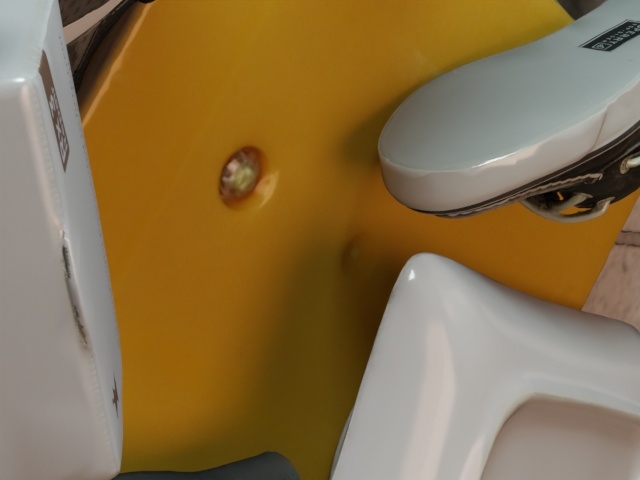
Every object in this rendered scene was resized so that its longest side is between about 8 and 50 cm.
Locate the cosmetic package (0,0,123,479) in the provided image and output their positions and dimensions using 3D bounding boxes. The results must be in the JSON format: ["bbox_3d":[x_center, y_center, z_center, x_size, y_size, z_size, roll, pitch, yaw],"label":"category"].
[{"bbox_3d":[-0.173,0.011,0.472,0.231,0.085,0.117,-8,117,-2],"label":"cosmetic package"}]

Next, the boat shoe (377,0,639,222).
[{"bbox_3d":[0.110,-0.045,0.748,0.219,0.078,0.070,-28,124,-38],"label":"boat shoe"}]

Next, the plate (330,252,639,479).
[{"bbox_3d":[0.068,0.159,0.769,0.278,0.045,0.277,19,89,-60],"label":"plate"}]

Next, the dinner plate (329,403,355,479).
[{"bbox_3d":[0.058,0.096,0.802,0.141,0.017,0.141,-22,123,-39],"label":"dinner plate"}]

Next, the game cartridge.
[{"bbox_3d":[0.000,0.000,0.751,0.323,0.052,0.285,35,81,-48],"label":"game cartridge"}]

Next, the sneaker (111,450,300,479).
[{"bbox_3d":[-0.065,0.186,0.673,0.118,0.083,0.222,-6,119,-48],"label":"sneaker"}]

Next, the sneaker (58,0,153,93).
[{"bbox_3d":[-0.133,-0.053,0.574,0.234,0.078,0.106,-39,150,-12],"label":"sneaker"}]
